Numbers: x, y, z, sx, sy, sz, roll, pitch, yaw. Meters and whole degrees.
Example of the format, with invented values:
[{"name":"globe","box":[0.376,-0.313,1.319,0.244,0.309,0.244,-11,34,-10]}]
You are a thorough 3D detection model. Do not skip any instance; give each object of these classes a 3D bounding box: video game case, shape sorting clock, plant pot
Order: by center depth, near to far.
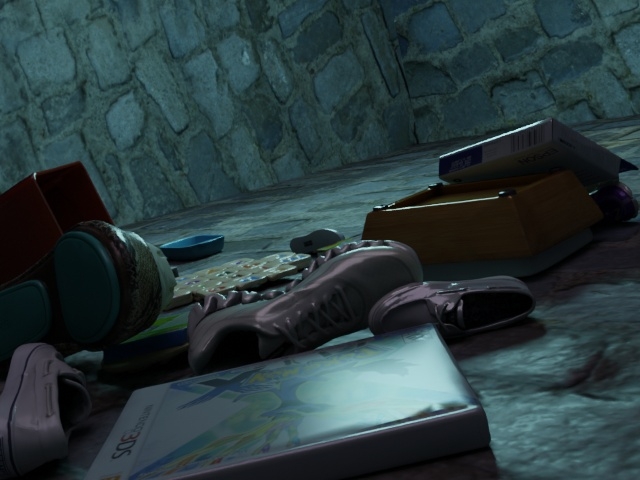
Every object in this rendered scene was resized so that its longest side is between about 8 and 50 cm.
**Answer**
[{"name":"video game case","box":[-0.034,0.156,0.909,0.329,0.036,0.300,-12,8,1]},{"name":"shape sorting clock","box":[-0.193,0.128,1.331,0.206,0.040,0.206,-19,6,2]},{"name":"plant pot","box":[-0.484,0.043,1.699,0.236,0.267,0.267,-24,7,7]}]

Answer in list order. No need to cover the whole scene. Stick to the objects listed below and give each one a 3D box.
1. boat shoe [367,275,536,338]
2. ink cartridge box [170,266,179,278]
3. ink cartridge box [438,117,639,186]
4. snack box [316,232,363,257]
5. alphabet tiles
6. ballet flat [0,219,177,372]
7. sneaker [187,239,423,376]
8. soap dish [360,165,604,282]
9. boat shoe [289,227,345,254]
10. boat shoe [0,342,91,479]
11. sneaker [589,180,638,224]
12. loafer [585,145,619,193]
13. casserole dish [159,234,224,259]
[{"name":"boat shoe","box":[0.146,0.079,1.098,0.184,0.066,0.063,-4,6,-6]},{"name":"ink cartridge box","box":[-0.332,0.073,1.977,0.063,0.029,0.115,-19,9,-34]},{"name":"ink cartridge box","box":[0.336,-0.103,1.547,0.224,0.045,0.223,19,-24,-36]},{"name":"snack box","box":[0.077,0.012,1.724,0.100,0.037,0.141,-3,12,44]},{"name":"alphabet tiles","box":[-0.163,0.069,1.769,0.284,0.021,0.278,-16,8,-23]},{"name":"ballet flat","box":[-0.304,0.074,1.334,0.182,0.164,0.483,-8,-10,-40]},{"name":"sneaker","box":[-0.018,0.090,1.143,0.292,0.110,0.118,-22,16,8]},{"name":"soap dish","box":[0.223,-0.021,1.439,0.291,0.118,0.229,-5,11,41]},{"name":"boat shoe","box":[0.000,0.000,1.898,0.040,0.049,0.142,-19,8,-42]},{"name":"boat shoe","box":[-0.281,0.173,1.047,0.084,0.095,0.258,-9,18,-5]},{"name":"sneaker","box":[0.415,-0.041,1.543,0.071,0.068,0.170,-34,9,-31]},{"name":"loafer","box":[0.419,-0.100,1.781,0.092,0.102,0.268,-18,0,-26]},{"name":"casserole dish","box":[-0.289,0.017,2.275,0.114,0.037,0.188,-17,10,-32]}]
